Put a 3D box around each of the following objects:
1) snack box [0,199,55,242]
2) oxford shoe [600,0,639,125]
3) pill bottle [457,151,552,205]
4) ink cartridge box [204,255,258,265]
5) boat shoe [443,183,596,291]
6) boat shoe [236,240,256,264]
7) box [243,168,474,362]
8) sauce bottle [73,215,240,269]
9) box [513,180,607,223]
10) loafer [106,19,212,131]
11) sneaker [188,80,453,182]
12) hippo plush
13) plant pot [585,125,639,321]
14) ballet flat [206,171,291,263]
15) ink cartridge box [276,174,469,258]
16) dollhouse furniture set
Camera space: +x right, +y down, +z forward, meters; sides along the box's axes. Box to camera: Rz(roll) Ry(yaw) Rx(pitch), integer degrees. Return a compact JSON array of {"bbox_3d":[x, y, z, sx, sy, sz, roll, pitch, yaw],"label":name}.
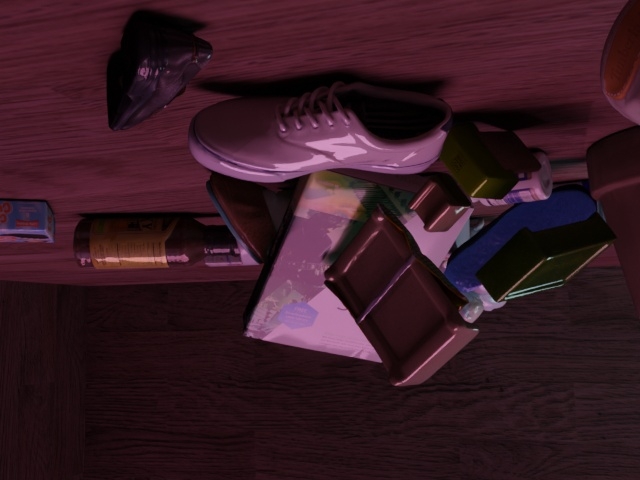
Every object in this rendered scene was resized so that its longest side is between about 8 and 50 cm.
[{"bbox_3d":[-0.669,-0.035,1.305,0.322,0.060,0.187,1,173,-16],"label":"snack box"},{"bbox_3d":[0.359,-0.122,0.505,0.449,0.169,0.130,-5,-142,-36],"label":"oxford shoe"},{"bbox_3d":[0.258,-0.084,0.991,0.120,0.067,0.067,-6,172,35],"label":"pill bottle"},{"bbox_3d":[-0.206,0.013,1.654,0.122,0.088,0.052,-2,170,5],"label":"ink cartridge box"},{"bbox_3d":[0.297,-0.018,1.090,0.258,0.109,0.089,-29,-169,30],"label":"boat shoe"},{"bbox_3d":[-0.091,-0.027,1.325,0.119,0.121,0.335,-9,-176,3],"label":"boat shoe"},{"bbox_3d":[0.043,0.035,1.010,0.232,0.058,0.322,13,125,-16],"label":"box"},{"bbox_3d":[-0.328,0.003,1.464,0.344,0.111,0.111,-2,173,-3],"label":"sauce bottle"},{"bbox_3d":[0.420,-0.056,1.232,0.137,0.072,0.126,-5,172,28],"label":"box"},{"bbox_3d":[-0.143,-0.130,0.594,0.061,0.062,0.170,-3,176,-27],"label":"loafer"},{"bbox_3d":[0.003,-0.116,0.680,0.258,0.094,0.091,-4,156,-13],"label":"sneaker"},{"bbox_3d":[0.346,0.032,1.654,0.294,0.234,0.236,39,155,8],"label":"hippo plush"},{"bbox_3d":[0.522,0.007,0.909,0.323,0.280,0.323,-1,174,0],"label":"plant pot"},{"bbox_3d":[-0.045,0.017,1.105,0.124,0.342,0.116,-24,-156,10],"label":"ballet flat"},{"bbox_3d":[0.097,-0.026,1.222,0.289,0.121,0.211,-4,172,24],"label":"ink cartridge box"},{"bbox_3d":[0.169,0.023,0.886,0.151,0.197,0.301,-10,148,-42],"label":"dollhouse furniture set"}]
